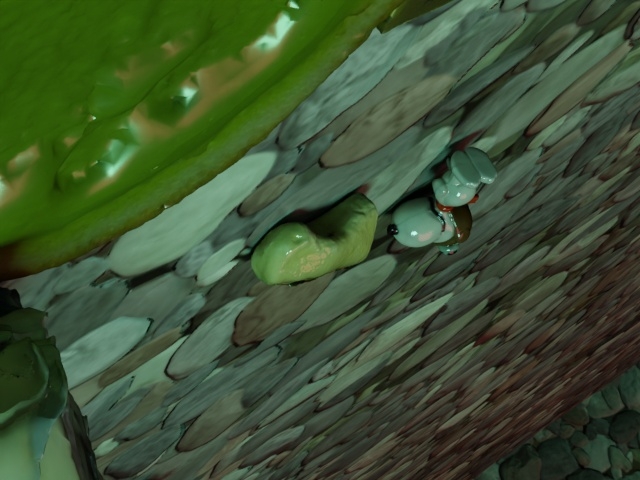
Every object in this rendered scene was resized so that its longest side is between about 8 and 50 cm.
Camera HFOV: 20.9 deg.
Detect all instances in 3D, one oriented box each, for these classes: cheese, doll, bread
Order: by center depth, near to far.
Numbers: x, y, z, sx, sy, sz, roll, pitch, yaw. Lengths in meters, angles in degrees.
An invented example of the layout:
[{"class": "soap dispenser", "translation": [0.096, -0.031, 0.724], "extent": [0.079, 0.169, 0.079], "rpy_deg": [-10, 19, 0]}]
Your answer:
[{"class": "bread", "translation": [-0.062, -0.067, 0.446], "extent": [0.236, 0.070, 0.236], "rpy_deg": [-34, 166, -10]}, {"class": "cheese", "translation": [0.000, 0.000, 0.924], "extent": [0.083, 0.030, 0.044], "rpy_deg": [-14, 133, -49]}, {"class": "doll", "translation": [0.076, -0.024, 1.024], "extent": [0.058, 0.040, 0.085], "rpy_deg": [-6, 148, -47]}]

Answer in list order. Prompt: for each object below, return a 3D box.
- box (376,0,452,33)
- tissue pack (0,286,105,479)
[{"class": "box", "translation": [0.070, -0.137, 0.653], "extent": [0.090, 0.023, 0.133], "rpy_deg": [-31, 165, -30]}, {"class": "tissue pack", "translation": [-0.172, 0.146, 0.514], "extent": [0.257, 0.215, 0.123], "rpy_deg": [-18, -158, -5]}]
